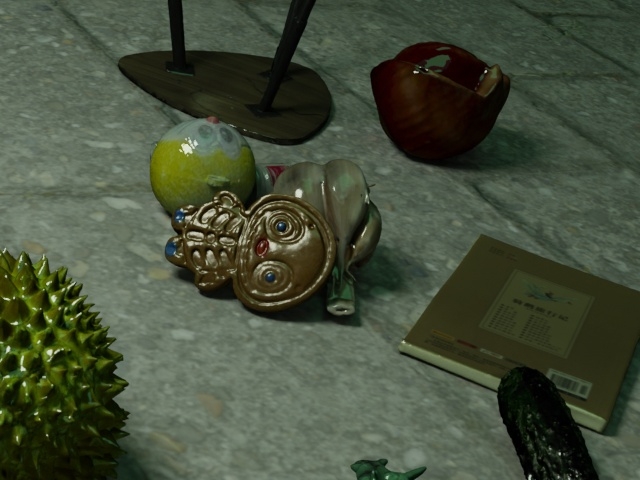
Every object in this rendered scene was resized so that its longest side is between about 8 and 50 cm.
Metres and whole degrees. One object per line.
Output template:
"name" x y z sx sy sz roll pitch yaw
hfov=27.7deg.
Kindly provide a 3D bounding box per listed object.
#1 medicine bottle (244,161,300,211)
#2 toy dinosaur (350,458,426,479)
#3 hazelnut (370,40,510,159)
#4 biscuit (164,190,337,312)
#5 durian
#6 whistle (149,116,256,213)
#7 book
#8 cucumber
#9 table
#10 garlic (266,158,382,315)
"medicine bottle" -0.047 -0.062 1.513 0.091 0.058 0.058 -4 31 -32
"toy dinosaur" 0.065 0.251 0.928 0.120 0.079 0.292 7 30 -10
"hazelnut" 0.161 -0.197 1.775 0.170 0.160 0.202 22 33 20
"biscuit" -0.071 0.008 1.312 0.175 0.124 0.026 9 -14 7
"durian" -0.250 0.103 0.970 0.200 0.176 0.237 -29 57 -28
"whistle" -0.144 -0.093 1.480 0.123 0.123 0.223 3 14 -22
"book" 0.231 0.088 1.394 0.217 0.021 0.310 20 27 15
"cucumber" 0.200 0.178 1.139 0.067 0.067 0.245 8 30 -12
"table" -0.082 -0.324 1.803 0.317 0.249 0.317 11 26 -6
"garlic" 0.000 0.000 1.371 0.131 0.127 0.194 -15 49 17
